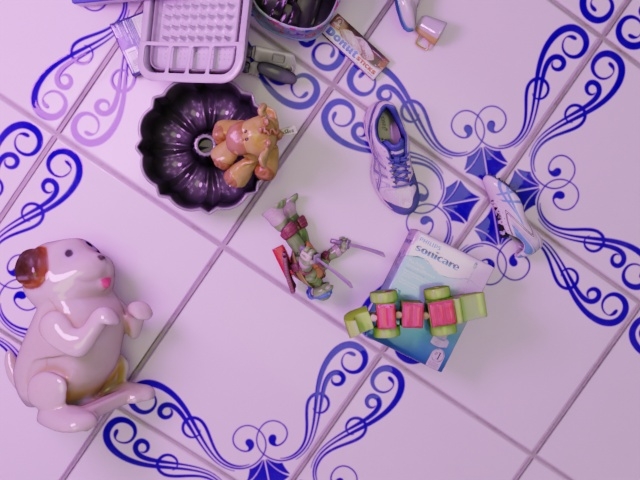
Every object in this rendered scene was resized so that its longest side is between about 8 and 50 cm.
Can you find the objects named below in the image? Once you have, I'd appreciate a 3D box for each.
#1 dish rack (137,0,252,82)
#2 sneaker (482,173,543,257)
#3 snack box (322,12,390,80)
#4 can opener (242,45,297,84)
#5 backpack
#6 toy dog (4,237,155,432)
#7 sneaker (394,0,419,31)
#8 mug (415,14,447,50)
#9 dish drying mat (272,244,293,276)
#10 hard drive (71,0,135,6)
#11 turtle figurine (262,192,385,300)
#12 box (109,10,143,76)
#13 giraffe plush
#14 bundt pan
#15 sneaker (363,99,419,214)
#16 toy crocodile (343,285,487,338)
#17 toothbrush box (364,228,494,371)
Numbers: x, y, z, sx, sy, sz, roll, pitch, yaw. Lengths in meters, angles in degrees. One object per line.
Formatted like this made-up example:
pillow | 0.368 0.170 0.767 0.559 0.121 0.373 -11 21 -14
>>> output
dish rack | -0.273 -0.523 1.521 0.286 0.072 0.332 8 93 24
sneaker | 0.478 -0.062 1.691 0.086 0.085 0.237 -33 94 -5
snack box | 0.088 -0.488 1.674 0.178 0.022 0.064 41 93 -5
can opener | -0.191 -0.447 1.622 0.281 0.093 0.074 10 107 -10
backpack | -0.055 -0.608 1.572 0.225 0.191 0.253 17 84 -8
toy dog | -0.589 0.196 1.596 0.396 0.285 0.407 4 97 34
sneaker | 0.226 -0.632 1.634 0.092 0.087 0.228 -3 92 4
mug | 0.271 -0.526 1.663 0.064 0.062 0.078 30 86 3
dish drying mat | -0.094 0.054 1.711 0.032 0.008 0.083 -25 95 0
hard drive | -0.448 -0.665 1.544 0.319 0.040 0.210 6 91 28
turtle figurine | 0.000 0.000 1.623 0.198 0.275 0.266 -34 91 -34
box | -0.385 -0.509 1.636 0.225 0.036 0.136 -22 103 0
giraffe plush | -0.149 -0.220 1.485 0.210 0.170 0.181 -30 95 0
bundt pan | -0.275 -0.231 1.625 0.331 0.124 0.330 0 95 -3
sneaker | 0.176 -0.202 1.645 0.112 0.131 0.296 -19 96 -3
toy crocodile | 0.224 0.172 1.560 0.341 0.105 0.115 -4 92 -1
toothbrush box | 0.266 0.146 1.675 0.216 0.126 0.295 25 93 -3
